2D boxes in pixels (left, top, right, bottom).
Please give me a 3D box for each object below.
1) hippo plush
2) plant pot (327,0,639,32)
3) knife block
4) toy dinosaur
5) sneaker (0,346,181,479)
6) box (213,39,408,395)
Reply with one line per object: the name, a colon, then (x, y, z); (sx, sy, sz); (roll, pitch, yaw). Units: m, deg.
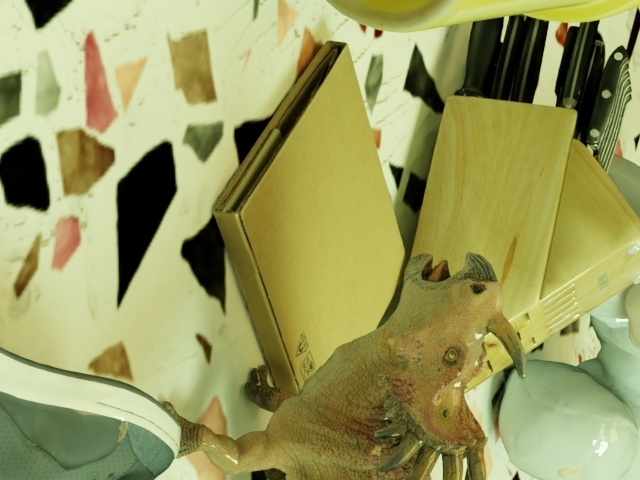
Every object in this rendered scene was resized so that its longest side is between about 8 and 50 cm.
hippo plush: (0.242, 0.082, 1.647); (0.294, 0.234, 0.236); (4, 125, -49)
plant pot: (0.105, -0.239, 1.206); (0.239, 0.254, 0.254); (-28, 123, -40)
knife block: (0.116, -0.046, 1.434); (0.276, 0.242, 0.088); (-34, 156, -2)
toy dinosaur: (0.032, 0.152, 1.186); (0.127, 0.200, 0.295); (-55, 144, -43)
sneaker: (-0.152, 0.135, 0.924); (0.226, 0.086, 0.163); (25, 64, -53)
box: (0.000, 0.000, 1.280); (0.164, 0.021, 0.201); (-60, 146, -38)
